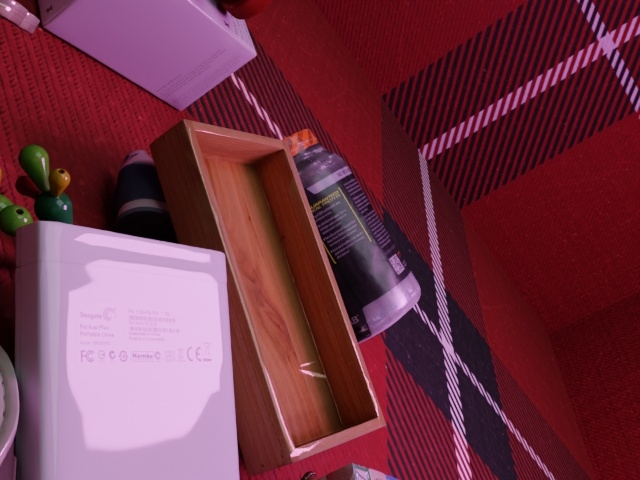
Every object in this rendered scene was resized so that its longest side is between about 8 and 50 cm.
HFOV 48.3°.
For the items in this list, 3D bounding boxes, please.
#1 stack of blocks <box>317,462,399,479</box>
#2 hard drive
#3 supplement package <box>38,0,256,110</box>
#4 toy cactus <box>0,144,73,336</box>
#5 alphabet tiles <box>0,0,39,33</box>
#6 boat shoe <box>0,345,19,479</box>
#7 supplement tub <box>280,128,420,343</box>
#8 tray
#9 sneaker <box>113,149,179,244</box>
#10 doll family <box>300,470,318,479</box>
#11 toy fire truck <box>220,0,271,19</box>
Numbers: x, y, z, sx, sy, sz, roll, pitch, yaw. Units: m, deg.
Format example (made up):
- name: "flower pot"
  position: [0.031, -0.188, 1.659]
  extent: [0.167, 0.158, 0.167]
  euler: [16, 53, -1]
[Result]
- name: "stack of blocks"
  position: [0.061, 0.442, 0.893]
  extent: [0.171, 0.087, 0.297]
  euler: [37, 30, -45]
- name: "hard drive"
  position: [-0.161, 0.173, 0.638]
  extent: [0.233, 0.047, 0.353]
  euler: [14, 67, -57]
- name: "supplement package"
  position: [-0.269, -0.368, 1.108]
  extent: [0.293, 0.175, 0.177]
  euler: [26, 39, -56]
- name: "toy cactus"
  position: [-0.274, 0.019, 0.720]
  extent: [0.180, 0.112, 0.219]
  euler: [59, 6, -67]
- name: "alphabet tiles"
  position: [-0.409, -0.277, 0.664]
  extent: [0.284, 0.021, 0.278]
  euler: [28, 2, -16]
- name: "boat shoe"
  position: [-0.259, 0.200, 0.475]
  extent: [0.324, 0.117, 0.096]
  euler: [-115, -156, -50]
- name: "supplement tub"
  position: [0.000, 0.000, 1.185]
  extent: [0.338, 0.207, 0.207]
  euler: [59, 21, -2]
- name: "tray"
  position: [-0.065, 0.060, 0.892]
  extent: [0.203, 0.076, 0.410]
  euler: [2, 66, -56]
- name: "sneaker"
  position: [-0.152, -0.025, 1.003]
  extent: [0.319, 0.112, 0.131]
  euler: [35, 35, -51]
- name: "doll family"
  position: [-0.022, 0.330, 0.821]
  extent: [0.111, 0.076, 0.193]
  euler: [27, 8, 36]
- name: "toy fire truck"
  position: [-0.100, -0.506, 1.072]
  extent: [0.169, 0.254, 0.302]
  euler: [37, 27, -45]
